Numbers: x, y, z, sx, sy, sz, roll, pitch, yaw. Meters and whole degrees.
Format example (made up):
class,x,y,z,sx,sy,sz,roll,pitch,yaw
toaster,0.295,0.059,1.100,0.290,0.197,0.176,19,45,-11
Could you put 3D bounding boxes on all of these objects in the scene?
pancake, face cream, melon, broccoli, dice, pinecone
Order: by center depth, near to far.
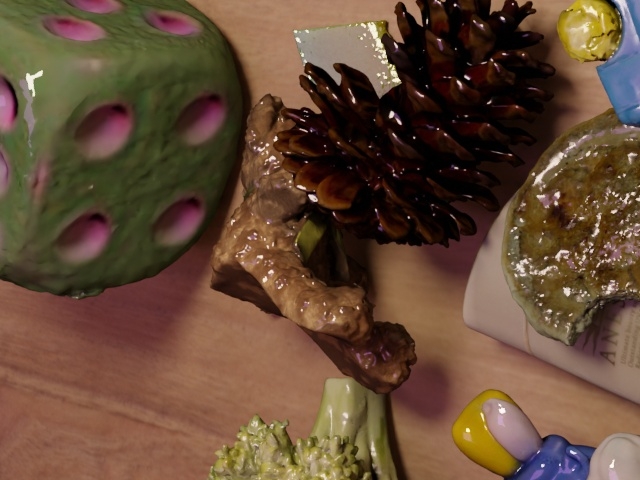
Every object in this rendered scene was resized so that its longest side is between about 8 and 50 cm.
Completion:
class,x,y,z,sx,sy,sz,roll,pitch,yaw
pancake,0.276,-0.016,1.420,0.254,0.037,0.253,-16,59,29
face cream,0.290,0.060,1.467,0.349,0.081,0.173,24,109,40
pinecone,0.101,-0.131,1.516,0.292,0.246,0.246,-50,61,16
melon,0.071,-0.144,1.691,0.114,0.053,0.261,-37,76,25
broccoli,0.009,0.272,1.744,0.263,0.247,0.243,9,71,6
dice,-0.311,-0.144,1.865,0.318,0.330,0.322,37,125,36

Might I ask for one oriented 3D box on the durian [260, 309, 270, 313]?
class,x,y,z,sx,sy,sz,roll,pitch,yaw
durian,-0.061,0.031,1.845,0.066,0.052,0.130,35,121,33

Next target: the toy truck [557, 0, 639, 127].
class,x,y,z,sx,sy,sz,roll,pitch,yaw
toy truck,0.278,-0.292,1.352,0.162,0.161,0.384,-22,82,37

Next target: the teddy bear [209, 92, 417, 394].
class,x,y,z,sx,sy,sz,roll,pitch,yaw
teddy bear,0.008,0.002,1.670,0.296,0.246,0.222,27,75,36

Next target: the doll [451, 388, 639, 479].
class,x,y,z,sx,sy,sz,roll,pitch,yaw
doll,0.308,0.251,1.408,0.366,0.187,0.376,-3,107,50
